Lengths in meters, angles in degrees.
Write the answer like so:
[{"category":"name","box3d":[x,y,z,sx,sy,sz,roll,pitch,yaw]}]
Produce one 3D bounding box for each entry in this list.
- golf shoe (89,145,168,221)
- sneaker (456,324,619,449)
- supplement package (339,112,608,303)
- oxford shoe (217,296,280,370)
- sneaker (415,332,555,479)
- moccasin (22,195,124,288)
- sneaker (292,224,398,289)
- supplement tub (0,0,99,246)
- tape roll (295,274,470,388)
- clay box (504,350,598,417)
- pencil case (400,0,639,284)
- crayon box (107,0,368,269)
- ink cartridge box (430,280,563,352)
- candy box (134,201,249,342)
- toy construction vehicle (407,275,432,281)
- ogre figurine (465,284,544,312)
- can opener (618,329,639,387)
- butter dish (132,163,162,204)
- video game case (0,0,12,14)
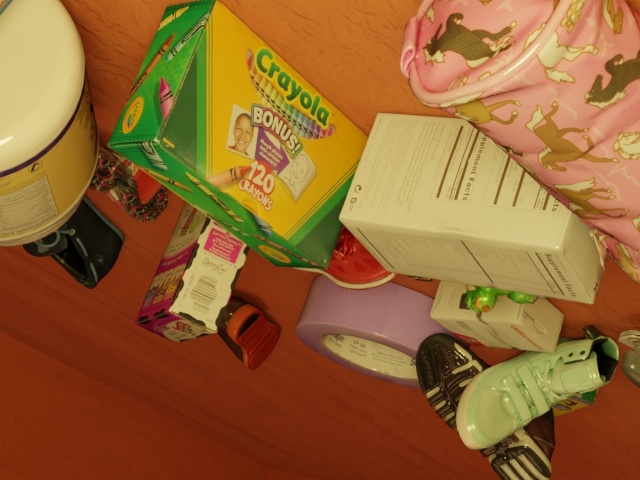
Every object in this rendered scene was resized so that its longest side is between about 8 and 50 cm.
[{"category":"golf shoe","box3d":[-0.286,-0.091,1.653,0.086,0.067,0.186,42,-179,39]},{"category":"sneaker","box3d":[0.309,0.202,1.630,0.151,0.256,0.094,-20,100,57]},{"category":"supplement package","box3d":[0.170,-0.036,1.208,0.244,0.134,0.139,9,158,31]},{"category":"oxford shoe","box3d":[-0.147,0.166,2.209,0.098,0.097,0.271,35,163,21]},{"category":"sneaker","box3d":[0.261,0.234,1.775,0.106,0.162,0.281,-32,97,34]},{"category":"moccasin","box3d":[-0.431,-0.022,1.886,0.137,0.117,0.342,7,157,34]},{"category":"sneaker","box3d":[0.000,0.000,1.563,0.221,0.087,0.128,4,157,37]},{"category":"supplement tub","box3d":[-0.376,-0.136,1.314,0.241,0.241,0.331,20,162,0]},{"category":"tape roll","box3d":[0.102,0.150,1.875,0.274,0.090,0.275,18,162,6]},{"category":"clay box","box3d":[0.359,0.243,1.929,0.127,0.053,0.222,22,161,-3]},{"category":"pencil case","box3d":[0.233,-0.090,0.964,0.386,0.167,0.160,35,-173,-38]},{"category":"crayon box","box3d":[-0.075,-0.103,1.221,0.081,0.165,0.278,1,154,42]},{"category":"ink cartridge box","box3d":[0.249,0.105,1.637,0.150,0.063,0.109,1,154,43]},{"category":"candy box","box3d":[-0.146,0.008,1.499,0.071,0.233,0.159,26,162,-19]},{"category":"toy construction vehicle","box3d":[0.099,0.028,1.633,0.086,0.035,0.098,22,168,-42]},{"category":"ogre figurine","box3d":[0.197,0.034,1.458,0.197,0.097,0.118,45,171,-22]},{"category":"can opener","box3d":[0.515,0.198,1.575,0.283,0.095,0.076,27,161,-21]},{"category":"butter dish","box3d":[-0.144,-0.128,1.295,0.118,0.160,0.160,1,168,-18]},{"category":"video game case","box3d":[-0.314,-0.277,1.049,0.015,0.119,0.166,30,168,28]}]
